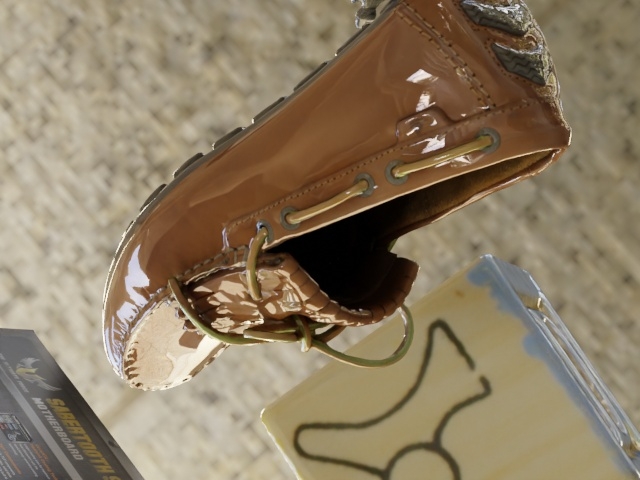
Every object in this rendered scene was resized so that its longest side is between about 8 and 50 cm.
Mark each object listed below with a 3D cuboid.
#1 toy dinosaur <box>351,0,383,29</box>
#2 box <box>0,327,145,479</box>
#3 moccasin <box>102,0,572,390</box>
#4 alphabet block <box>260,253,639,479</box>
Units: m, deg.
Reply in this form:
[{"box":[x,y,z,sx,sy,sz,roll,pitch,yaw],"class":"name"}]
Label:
[{"box":[0.002,-0.151,0.850,0.268,0.118,0.064,-9,64,58],"class":"toy dinosaur"},{"box":[-0.190,0.128,1.024,0.183,0.231,0.056,6,-62,-42],"class":"box"},{"box":[0.002,0.000,1.135,0.380,0.147,0.139,-35,-20,34],"class":"moccasin"},{"box":[0.105,0.144,1.369,0.197,0.192,0.193,-35,-14,10],"class":"alphabet block"}]
